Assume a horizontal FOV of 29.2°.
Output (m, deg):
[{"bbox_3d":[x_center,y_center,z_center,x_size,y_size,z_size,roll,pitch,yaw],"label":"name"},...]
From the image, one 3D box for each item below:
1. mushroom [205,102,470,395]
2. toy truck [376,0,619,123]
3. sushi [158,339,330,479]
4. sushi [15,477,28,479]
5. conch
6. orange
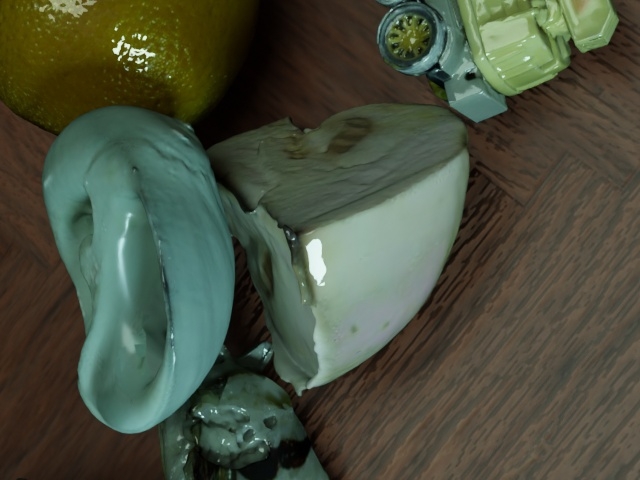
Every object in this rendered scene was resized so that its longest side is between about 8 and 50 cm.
[{"bbox_3d":[0.026,0.001,0.889,0.236,0.173,0.162,-140,35,-60],"label":"mushroom"},{"bbox_3d":[0.110,-0.230,0.872,0.157,0.124,0.272,-18,76,22],"label":"toy truck"},{"bbox_3d":[-0.070,0.192,0.905,0.109,0.134,0.273,-38,73,44],"label":"sushi"},{"bbox_3d":[-0.230,0.363,0.868,0.417,0.175,0.418,9,106,36],"label":"sushi"},{"bbox_3d":[-0.118,0.015,0.831,0.120,0.185,0.221,-11,82,-11],"label":"conch"},{"bbox_3d":[-0.154,-0.180,0.937,0.236,0.236,0.236,-4,81,24],"label":"orange"}]
